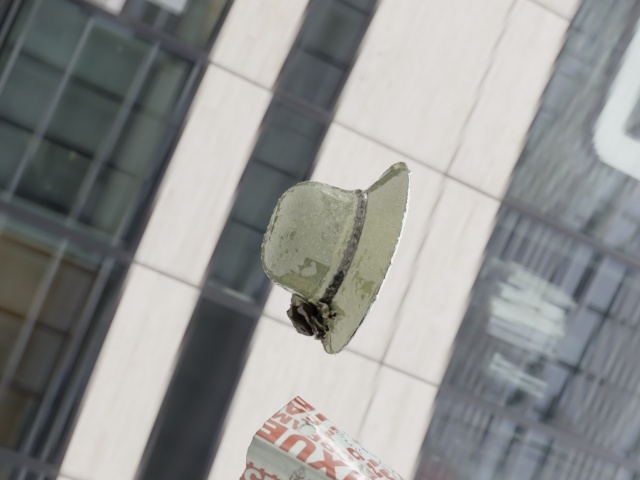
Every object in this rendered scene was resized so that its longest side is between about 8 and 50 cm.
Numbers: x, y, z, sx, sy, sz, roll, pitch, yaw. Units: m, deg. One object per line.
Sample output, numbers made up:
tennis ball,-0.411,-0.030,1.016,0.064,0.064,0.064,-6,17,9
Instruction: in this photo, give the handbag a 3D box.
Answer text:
handbag,0.013,0.276,1.577,0.151,0.171,0.298,-57,168,-18

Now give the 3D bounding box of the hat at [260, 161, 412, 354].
hat,0.000,0.000,1.768,0.257,0.130,0.257,-159,-90,-80
